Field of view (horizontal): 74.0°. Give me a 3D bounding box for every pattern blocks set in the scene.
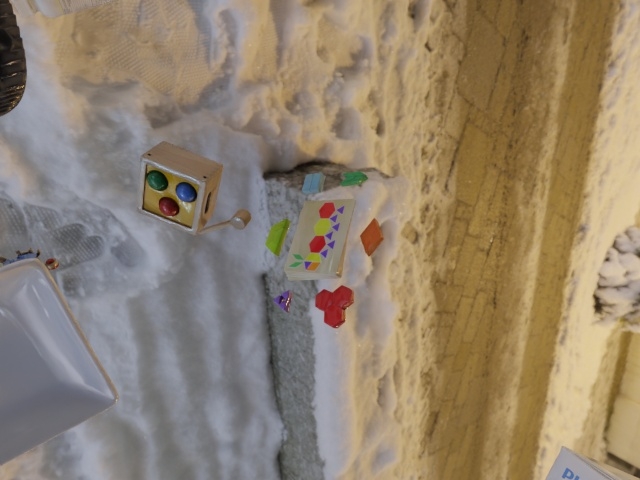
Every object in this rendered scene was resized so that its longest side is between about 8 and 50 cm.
[{"bbox_3d":[0.000,0.000,0.883,0.026,0.286,0.324,37,71,-48],"label":"pattern blocks set"}]

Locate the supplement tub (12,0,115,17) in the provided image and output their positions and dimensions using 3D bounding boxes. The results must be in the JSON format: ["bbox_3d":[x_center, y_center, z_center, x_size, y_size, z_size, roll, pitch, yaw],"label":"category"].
[{"bbox_3d":[-0.690,-0.750,1.142,0.325,0.235,0.235,-28,124,-19],"label":"supplement tub"}]

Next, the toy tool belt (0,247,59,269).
[{"bbox_3d":[-0.518,0.038,0.751,0.084,0.052,0.051,-18,127,-19],"label":"toy tool belt"}]

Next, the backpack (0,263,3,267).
[{"bbox_3d":[-0.891,0.120,1.085,0.144,0.189,0.165,54,40,-46],"label":"backpack"}]

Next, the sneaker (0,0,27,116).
[{"bbox_3d":[-0.402,-0.262,0.408,0.112,0.131,0.318,-35,110,-51],"label":"sneaker"}]

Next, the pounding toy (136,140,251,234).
[{"bbox_3d":[-0.245,-0.063,0.832,0.094,0.206,0.180,-69,-179,-55],"label":"pounding toy"}]

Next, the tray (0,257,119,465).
[{"bbox_3d":[-0.283,0.115,0.251,0.271,0.030,0.145,-25,128,-26],"label":"tray"}]

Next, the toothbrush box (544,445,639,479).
[{"bbox_3d":[0.222,0.341,0.317,0.217,0.126,0.295,28,91,-24],"label":"toothbrush box"}]
